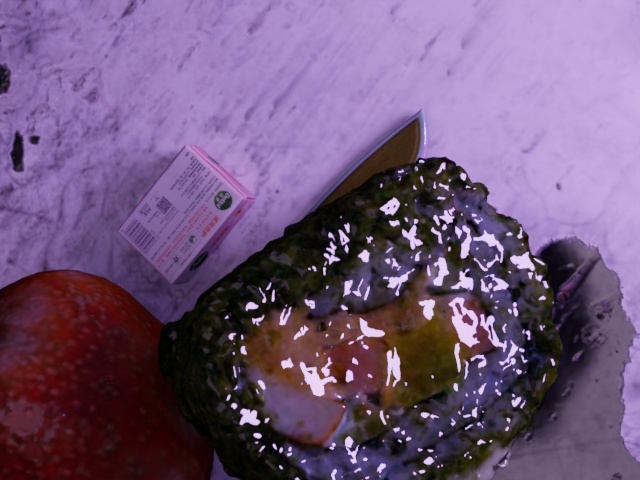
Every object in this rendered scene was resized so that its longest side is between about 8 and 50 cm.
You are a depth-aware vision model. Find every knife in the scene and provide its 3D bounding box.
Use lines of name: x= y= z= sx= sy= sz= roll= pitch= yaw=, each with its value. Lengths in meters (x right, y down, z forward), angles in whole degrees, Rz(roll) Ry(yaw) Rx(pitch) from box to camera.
knife: x=-0.001 y=-0.001 z=1.599 sx=0.343 sy=0.027 sz=0.061 roll=-47 pitch=73 yaw=13

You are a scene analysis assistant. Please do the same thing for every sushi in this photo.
sushi: x=0.052 y=0.107 z=1.443 sx=0.352 sy=0.178 sz=0.294 roll=-33 pitch=90 yaw=-16

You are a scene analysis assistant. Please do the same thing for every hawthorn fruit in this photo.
hawthorn fruit: x=-0.217 y=0.197 z=1.553 sx=0.369 sy=0.285 sz=0.284 roll=28 pitch=99 yaw=3

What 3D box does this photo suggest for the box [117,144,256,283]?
box: x=-0.142 y=-0.027 z=1.636 sx=0.089 sy=0.043 sz=0.125 roll=44 pitch=102 yaw=13
